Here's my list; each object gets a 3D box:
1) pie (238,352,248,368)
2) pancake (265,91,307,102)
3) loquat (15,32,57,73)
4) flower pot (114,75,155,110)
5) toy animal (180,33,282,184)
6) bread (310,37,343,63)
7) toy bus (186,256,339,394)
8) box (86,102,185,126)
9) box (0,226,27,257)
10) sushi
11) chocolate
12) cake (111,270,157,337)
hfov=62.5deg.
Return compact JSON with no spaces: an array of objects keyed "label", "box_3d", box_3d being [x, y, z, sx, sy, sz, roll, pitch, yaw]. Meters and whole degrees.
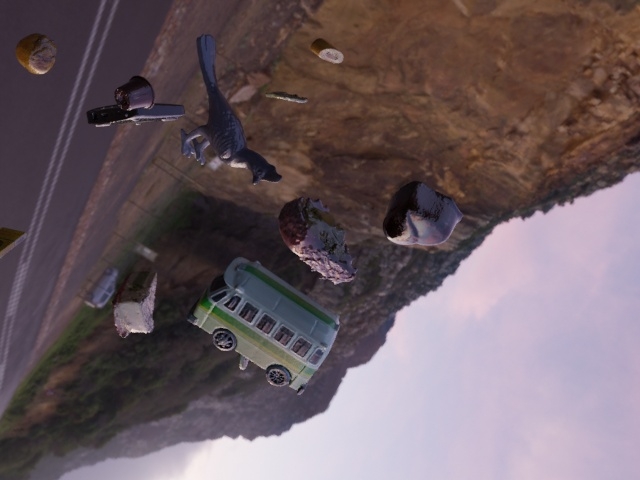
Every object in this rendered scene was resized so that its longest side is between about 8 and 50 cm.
[{"label":"pie","box_3d":[-0.202,0.302,1.398,0.084,0.021,0.084,-3,90,-85]},{"label":"pancake","box_3d":[-0.108,-0.442,1.620,0.116,0.130,0.022,-21,124,-55]},{"label":"loquat","box_3d":[-0.958,-0.635,1.790,0.137,0.137,0.113,-56,151,-1]},{"label":"flower pot","box_3d":[-0.590,-0.453,1.655,0.111,0.111,0.089,-43,-177,44]},{"label":"toy animal","box_3d":[-0.235,-0.253,1.202,0.206,0.367,0.081,-30,175,32]},{"label":"bread","box_3d":[0.020,-0.604,1.681,0.062,0.103,0.049,-30,156,-50]},{"label":"toy bus","box_3d":[-0.105,0.156,1.052,0.164,0.276,0.133,-54,-176,29]},{"label":"box","box_3d":[-0.724,-0.496,2.077,0.290,0.073,0.289,0,-168,28]},{"label":"box","box_3d":[-0.999,0.012,1.635,0.155,0.087,0.023,-69,172,-56]},{"label":"sushi","box_3d":[-0.013,-0.002,1.310,0.107,0.241,0.161,-32,161,34]},{"label":"chocolate","box_3d":[0.187,-0.041,0.986,0.125,0.149,0.080,76,26,-46]},{"label":"cake","box_3d":[-0.477,0.169,1.374,0.220,0.086,0.116,-122,-150,-72]}]
